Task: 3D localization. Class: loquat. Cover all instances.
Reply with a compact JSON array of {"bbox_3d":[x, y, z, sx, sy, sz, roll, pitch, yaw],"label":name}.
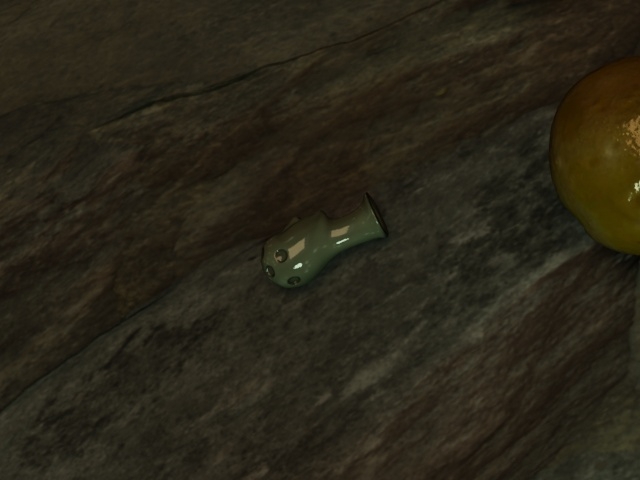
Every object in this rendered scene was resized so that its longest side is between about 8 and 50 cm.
[{"bbox_3d":[0.382,-0.097,1.982,0.244,0.244,0.244,-6,68,14],"label":"loquat"}]

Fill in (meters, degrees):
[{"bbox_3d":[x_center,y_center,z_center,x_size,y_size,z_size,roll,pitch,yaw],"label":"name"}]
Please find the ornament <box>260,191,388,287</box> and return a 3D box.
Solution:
[{"bbox_3d":[0.000,0.000,2.143,0.156,0.075,0.081,-26,83,7],"label":"ornament"}]
